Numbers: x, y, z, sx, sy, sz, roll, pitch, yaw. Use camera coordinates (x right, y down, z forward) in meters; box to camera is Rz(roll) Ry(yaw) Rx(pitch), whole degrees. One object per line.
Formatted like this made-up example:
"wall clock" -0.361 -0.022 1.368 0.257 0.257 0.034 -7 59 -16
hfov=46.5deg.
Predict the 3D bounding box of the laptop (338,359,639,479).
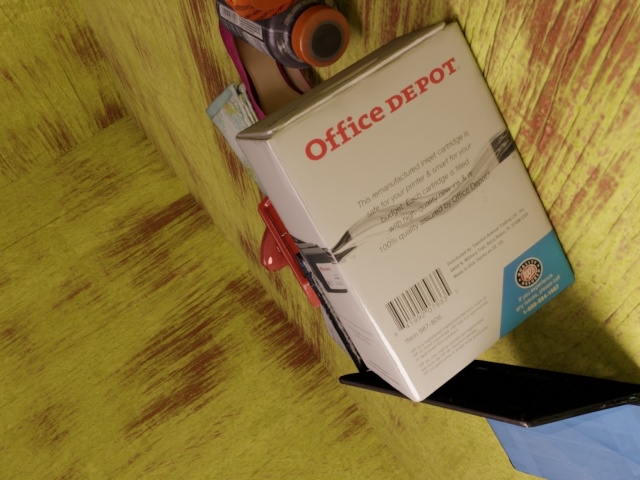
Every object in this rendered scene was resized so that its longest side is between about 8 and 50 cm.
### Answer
"laptop" 0.304 0.316 1.129 0.382 0.408 0.236 -3 89 56

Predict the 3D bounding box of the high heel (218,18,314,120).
"high heel" -0.091 -0.296 1.348 0.377 0.127 0.181 55 178 33

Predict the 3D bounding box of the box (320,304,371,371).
"box" 0.117 0.220 1.909 0.231 0.127 0.262 45 164 30

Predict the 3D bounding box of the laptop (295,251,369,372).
"laptop" 0.108 0.029 1.171 0.234 0.264 0.136 62 174 -24

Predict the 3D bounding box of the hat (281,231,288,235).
"hat" 0.091 0.021 1.283 0.184 0.173 0.208 6 135 52

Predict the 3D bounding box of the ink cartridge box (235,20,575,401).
"ink cartridge box" 0.115 -0.042 0.983 0.395 0.285 0.166 61 165 -18

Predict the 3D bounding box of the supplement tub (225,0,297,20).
"supplement tub" -0.149 -0.480 1.022 0.338 0.207 0.207 52 166 14

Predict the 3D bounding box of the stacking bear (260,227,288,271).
"stacking bear" 0.000 0.000 1.740 0.289 0.175 0.164 5 96 59

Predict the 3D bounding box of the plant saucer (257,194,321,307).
"plant saucer" 0.002 -0.053 1.371 0.048 0.259 0.258 11 -139 -51

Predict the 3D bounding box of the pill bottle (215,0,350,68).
"pill bottle" -0.056 -0.350 1.170 0.246 0.130 0.130 41 160 44

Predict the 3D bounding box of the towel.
"towel" -0.143 -0.228 1.819 0.320 0.090 0.374 59 166 -10
